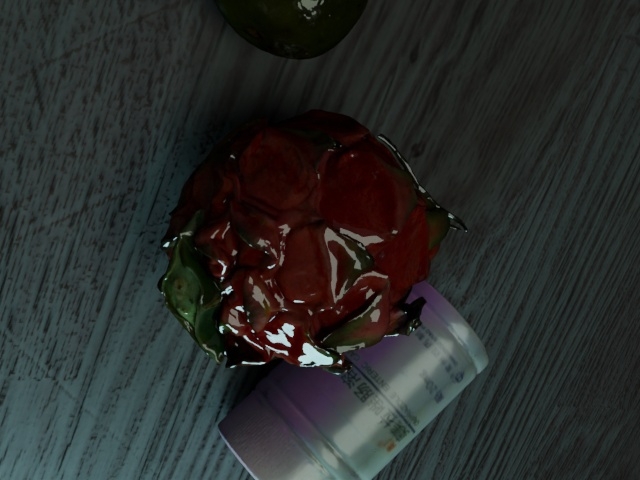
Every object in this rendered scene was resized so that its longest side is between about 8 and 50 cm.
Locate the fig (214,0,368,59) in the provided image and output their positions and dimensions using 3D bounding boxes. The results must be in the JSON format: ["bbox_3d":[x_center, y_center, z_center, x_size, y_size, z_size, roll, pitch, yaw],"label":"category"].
[{"bbox_3d":[0.001,-0.221,0.657,0.177,0.117,0.117,-47,133,-24],"label":"fig"}]

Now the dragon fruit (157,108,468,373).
[{"bbox_3d":[0.000,0.000,0.706,0.293,0.234,0.233,-8,119,-46],"label":"dragon fruit"}]

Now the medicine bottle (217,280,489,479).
[{"bbox_3d":[0.034,0.159,0.851,0.254,0.152,0.152,-42,131,-9],"label":"medicine bottle"}]
